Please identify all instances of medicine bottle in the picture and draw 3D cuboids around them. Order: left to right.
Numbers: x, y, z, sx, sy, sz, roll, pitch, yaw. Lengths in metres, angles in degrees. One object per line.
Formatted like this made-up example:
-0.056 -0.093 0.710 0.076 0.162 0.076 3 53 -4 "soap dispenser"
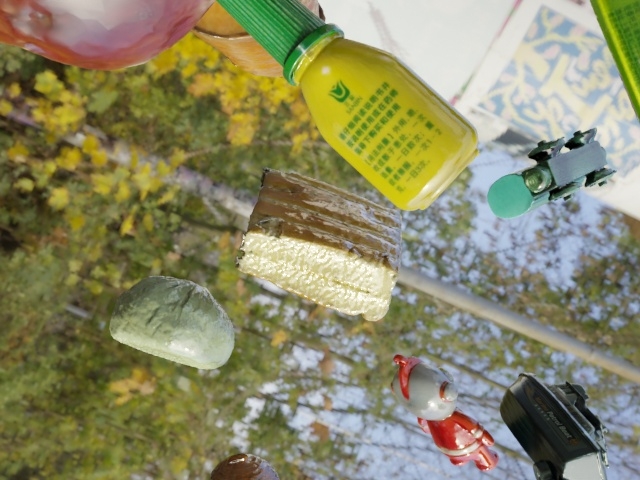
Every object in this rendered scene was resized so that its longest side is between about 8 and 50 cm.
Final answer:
0.017 -0.161 0.879 0.111 0.309 0.076 -47 179 18 "medicine bottle"

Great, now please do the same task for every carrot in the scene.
-0.088 -0.304 1.080 0.254 0.195 0.196 53 61 -85 "carrot"

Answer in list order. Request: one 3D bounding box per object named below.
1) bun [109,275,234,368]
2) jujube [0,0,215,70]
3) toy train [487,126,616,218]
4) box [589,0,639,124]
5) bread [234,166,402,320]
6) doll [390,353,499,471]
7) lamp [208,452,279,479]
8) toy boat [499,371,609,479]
-0.217 0.118 1.335 0.195 0.195 0.118 139 -32 -70 "bun"
-0.107 -0.201 0.411 0.168 0.168 0.237 -93 -164 -72 "jujube"
0.367 -0.102 1.434 0.159 0.101 0.248 -31 173 40 "toy train"
0.323 -0.272 0.900 0.097 0.346 0.134 -18 -170 42 "box"
0.000 0.000 1.352 0.239 0.246 0.111 -77 -172 -66 "bread"
0.177 0.255 1.344 0.142 0.245 0.076 -7 -145 50 "doll"
-0.136 0.442 1.580 0.136 0.136 0.136 -156 -90 -82 "lamp"
0.336 0.270 1.269 0.296 0.122 0.114 -110 -176 -70 "toy boat"
